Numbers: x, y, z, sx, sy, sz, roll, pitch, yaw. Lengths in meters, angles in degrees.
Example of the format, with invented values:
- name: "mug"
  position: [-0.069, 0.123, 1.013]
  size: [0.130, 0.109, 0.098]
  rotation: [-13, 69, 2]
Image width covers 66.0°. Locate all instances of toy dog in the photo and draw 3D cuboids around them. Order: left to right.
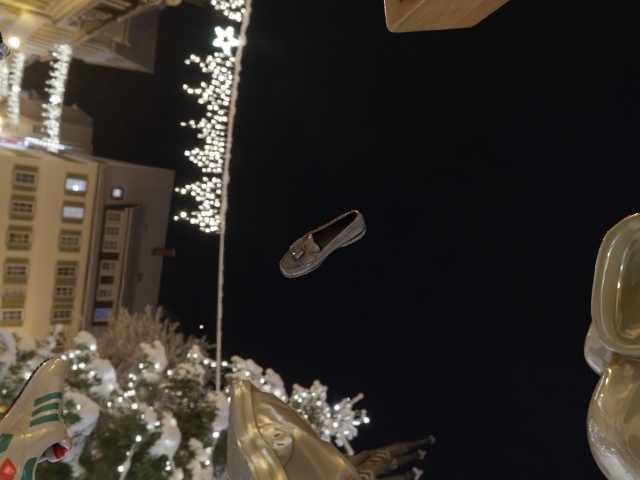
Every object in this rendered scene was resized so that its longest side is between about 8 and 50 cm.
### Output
- name: "toy dog"
  position: [0.474, 0.216, 0.586]
  size: [0.285, 0.408, 0.395]
  rotation: [12, -107, 35]

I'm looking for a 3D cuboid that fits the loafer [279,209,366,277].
- name: "loafer"
  position: [0.000, 0.000, 0.626]
  size: [0.045, 0.125, 0.039]
  rotation: [55, -7, 28]

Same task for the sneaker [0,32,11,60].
- name: "sneaker"
  position: [-0.557, -0.303, 0.721]
  size: [0.065, 0.167, 0.076]
  rotation: [42, -42, 43]

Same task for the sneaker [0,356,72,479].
- name: "sneaker"
  position: [-0.294, 0.195, 0.519]
  size: [0.057, 0.075, 0.161]
  rotation: [-52, -164, 22]

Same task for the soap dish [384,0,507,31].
- name: "soap dish"
  position: [0.136, -0.325, 0.357]
  size: [0.229, 0.118, 0.290]
  rotation: [-26, -121, 51]

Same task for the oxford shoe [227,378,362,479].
- name: "oxford shoe"
  position: [-0.055, 0.295, 0.661]
  size: [0.449, 0.130, 0.169]
  rotation: [170, -82, -72]
